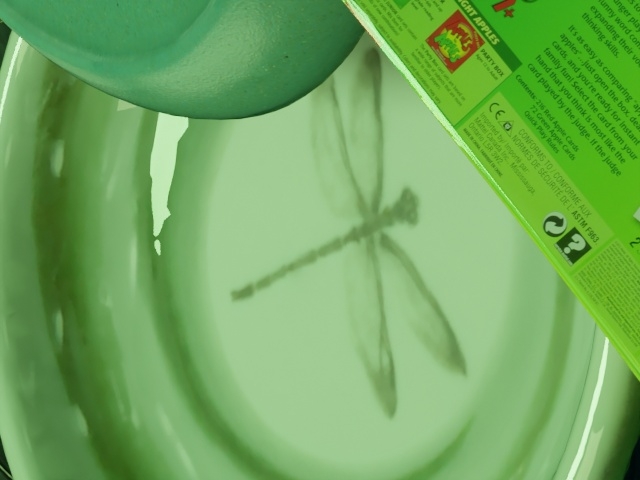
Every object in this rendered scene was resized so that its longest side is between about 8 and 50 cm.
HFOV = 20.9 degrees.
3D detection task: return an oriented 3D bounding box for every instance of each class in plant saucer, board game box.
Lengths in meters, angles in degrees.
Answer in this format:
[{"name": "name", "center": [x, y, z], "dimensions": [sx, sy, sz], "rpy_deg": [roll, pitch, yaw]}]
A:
[{"name": "plant saucer", "center": [0.000, 0.000, 0.728], "dimensions": [0.400, 0.101, 0.400], "rpy_deg": [-3, 85, 47]}, {"name": "plant saucer", "center": [-0.095, -0.186, 0.638], "dimensions": [0.318, 0.044, 0.317], "rpy_deg": [29, 134, 36]}, {"name": "board game box", "center": [0.096, -0.039, 0.531], "dimensions": [0.092, 0.043, 0.181], "rpy_deg": [-42, 70, 18]}]

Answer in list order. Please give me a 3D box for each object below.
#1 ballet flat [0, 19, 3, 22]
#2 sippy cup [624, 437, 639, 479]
[{"name": "ballet flat", "center": [-0.150, -0.136, 0.925], "dimensions": [0.188, 0.070, 0.070], "rpy_deg": [25, 142, 39]}, {"name": "sippy cup", "center": [0.185, 0.177, 0.669], "dimensions": [0.224, 0.240, 0.305], "rpy_deg": [39, -173, -1]}]
